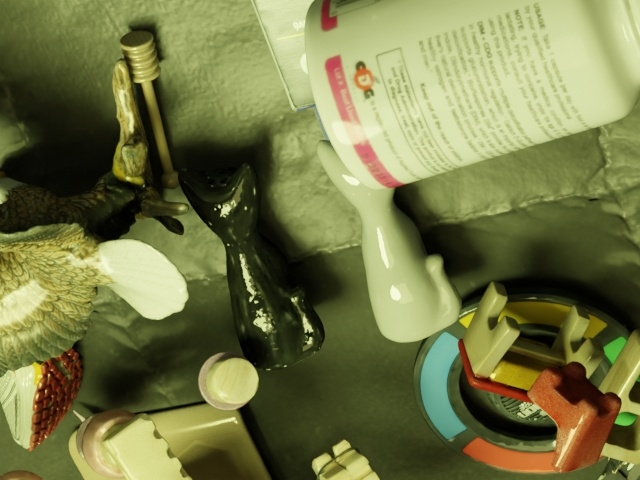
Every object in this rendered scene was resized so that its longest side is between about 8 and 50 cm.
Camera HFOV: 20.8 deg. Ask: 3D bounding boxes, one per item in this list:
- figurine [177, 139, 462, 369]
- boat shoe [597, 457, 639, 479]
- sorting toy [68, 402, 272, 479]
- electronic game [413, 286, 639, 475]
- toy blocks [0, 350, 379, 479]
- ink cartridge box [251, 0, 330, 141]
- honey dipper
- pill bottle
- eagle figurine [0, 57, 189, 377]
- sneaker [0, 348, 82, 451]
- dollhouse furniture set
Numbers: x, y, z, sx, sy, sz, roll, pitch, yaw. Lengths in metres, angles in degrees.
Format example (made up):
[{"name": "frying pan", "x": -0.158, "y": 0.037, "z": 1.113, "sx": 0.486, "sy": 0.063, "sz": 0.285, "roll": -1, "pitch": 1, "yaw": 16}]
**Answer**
[{"name": "figurine", "x": 0.000, "y": 0.000, "z": 1.567, "sx": 0.215, "sy": 0.092, "sz": 0.209, "roll": -12, "pitch": 123, "yaw": 16}, {"name": "boat shoe", "x": 0.302, "y": 0.256, "z": 1.727, "sx": 0.075, "sy": 0.065, "sz": 0.206, "roll": 29, "pitch": 124, "yaw": -10}, {"name": "sorting toy", "x": -0.139, "y": 0.262, "z": 1.820, "sx": 0.193, "sy": 0.038, "sz": 0.208, "roll": -12, "pitch": 119, "yaw": 17}, {"name": "electronic game", "x": 0.202, "y": 0.137, "z": 1.666, "sx": 0.229, "sy": 0.048, "sz": 0.229, "roll": 4, "pitch": 126, "yaw": 5}, {"name": "toy blocks", "x": -0.124, "y": 0.270, "z": 1.665, "sx": 0.309, "sy": 0.260, "sz": 0.288, "roll": -35, "pitch": 94, "yaw": -14}, {"name": "ink cartridge box", "x": 0.098, "y": -0.206, "z": 1.418, "sx": 0.303, "sy": 0.072, "sz": 0.307, "roll": -12, "pitch": 122, "yaw": 17}, {"name": "honey dipper", "x": -0.146, "y": -0.111, "z": 1.547, "sx": 0.030, "sy": 0.030, "sz": 0.161, "roll": -4, "pitch": 128, "yaw": 11}, {"name": "pill bottle", "x": 0.145, "y": -0.149, "z": 1.312, "sx": 0.283, "sy": 0.160, "sz": 0.160, "roll": -16, "pitch": 122, "yaw": 20}, {"name": "eagle figurine", "x": -0.277, "y": 0.002, "z": 1.530, "sx": 0.298, "sy": 0.225, "sz": 0.226, "roll": -25, "pitch": 97, "yaw": -17}, {"name": "sneaker", "x": -0.294, "y": 0.110, "z": 1.711, "sx": 0.092, "sy": 0.088, "sz": 0.225, "roll": 17, "pitch": 130, "yaw": 21}, {"name": "dollhouse furniture set", "x": 0.302, "y": 0.196, "z": 1.552, "sx": 0.374, "sy": 0.201, "sz": 0.152, "roll": 16, "pitch": 117, "yaw": -17}]
